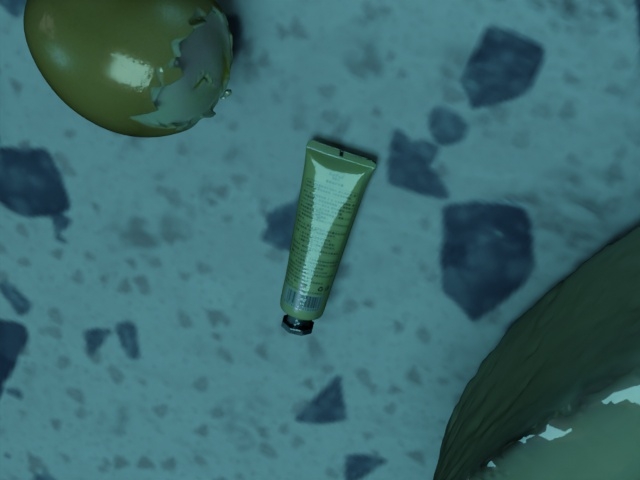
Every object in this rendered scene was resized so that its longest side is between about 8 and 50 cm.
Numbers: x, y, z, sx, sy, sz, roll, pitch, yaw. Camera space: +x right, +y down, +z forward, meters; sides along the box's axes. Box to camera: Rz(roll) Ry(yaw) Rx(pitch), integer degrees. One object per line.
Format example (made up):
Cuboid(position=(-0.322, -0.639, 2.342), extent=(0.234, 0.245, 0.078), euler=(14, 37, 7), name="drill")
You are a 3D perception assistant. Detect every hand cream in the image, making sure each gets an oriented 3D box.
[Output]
Cuboid(position=(0.000, 0.000, 0.913), extent=(0.035, 0.022, 0.102), euler=(19, 118, 9), name="hand cream")

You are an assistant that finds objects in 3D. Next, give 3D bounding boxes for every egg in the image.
Cuboid(position=(-0.089, -0.089, 0.856), extent=(0.096, 0.080, 0.080), euler=(18, 124, 24), name="egg")

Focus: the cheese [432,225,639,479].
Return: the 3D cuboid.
Cuboid(position=(0.197, 0.146, 0.849), extent=(0.292, 0.153, 0.332), euler=(34, 126, -2), name="cheese")
